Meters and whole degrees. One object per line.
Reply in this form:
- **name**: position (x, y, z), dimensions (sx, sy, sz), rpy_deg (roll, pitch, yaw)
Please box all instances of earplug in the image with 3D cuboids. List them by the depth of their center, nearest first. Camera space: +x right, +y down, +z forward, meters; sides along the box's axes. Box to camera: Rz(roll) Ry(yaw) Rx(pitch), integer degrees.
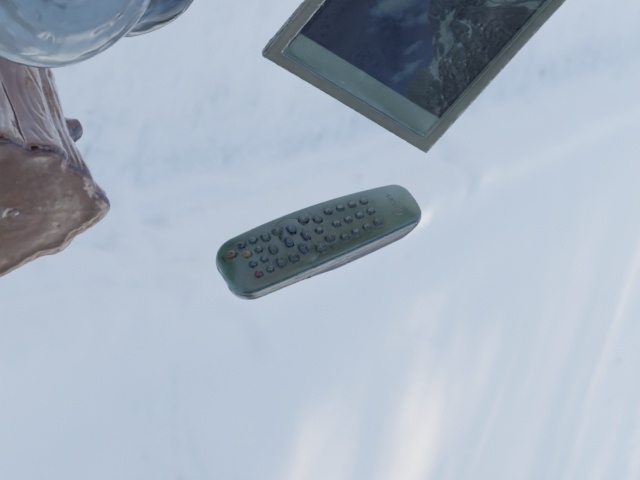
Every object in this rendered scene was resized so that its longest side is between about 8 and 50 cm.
- **earplug**: position (-0.222, -0.272, 1.512), dimensions (0.325, 0.175, 0.214), rpy_deg (-28, 130, -65)

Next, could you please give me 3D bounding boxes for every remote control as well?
- **remote control**: position (0.000, 0.000, 1.685), dimensions (0.222, 0.072, 0.042), rpy_deg (-21, 148, -20)

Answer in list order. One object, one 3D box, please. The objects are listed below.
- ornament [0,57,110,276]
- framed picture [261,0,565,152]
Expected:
- **ornament**: position (-0.382, -0.109, 2.001), dimensions (0.235, 0.221, 0.218), rpy_deg (99, -23, -45)
- **framed picture**: position (0.107, -0.223, 1.522), dimensions (0.281, 0.209, 0.019), rpy_deg (-49, -151, 26)
